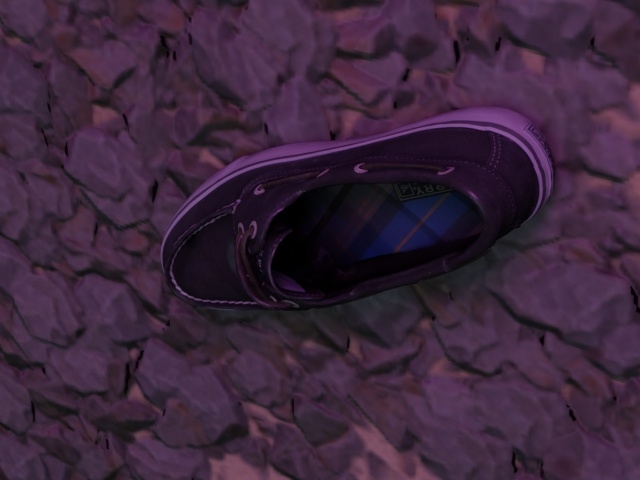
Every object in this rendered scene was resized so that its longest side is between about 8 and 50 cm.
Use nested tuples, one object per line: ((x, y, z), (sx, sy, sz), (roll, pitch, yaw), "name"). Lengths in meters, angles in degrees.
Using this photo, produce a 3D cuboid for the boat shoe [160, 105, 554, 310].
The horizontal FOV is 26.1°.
((0.000, 0.000, 0.648), (0.228, 0.076, 0.080), (-12, 111, 36), "boat shoe")
